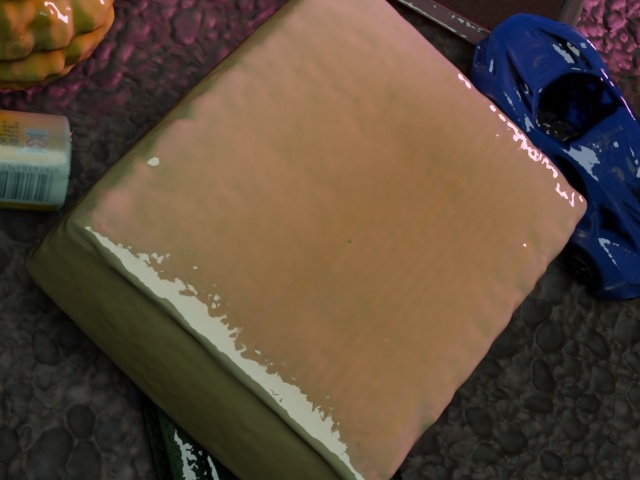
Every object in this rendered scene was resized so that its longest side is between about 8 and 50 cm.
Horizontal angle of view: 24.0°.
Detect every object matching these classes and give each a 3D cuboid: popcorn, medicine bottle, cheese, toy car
[{"bbox_3d":[-0.190,-0.175,0.898,0.180,0.170,0.180,1,116,1],"label":"popcorn"},{"bbox_3d":[-0.261,-0.053,0.895,0.218,0.074,0.073,4,77,-20],"label":"medicine bottle"},{"bbox_3d":[0.000,0.000,0.920,0.242,0.124,0.265,46,56,-6],"label":"cheese"},{"bbox_3d":[0.186,-0.061,1.040,0.103,0.063,0.216,-36,98,-21],"label":"toy car"}]

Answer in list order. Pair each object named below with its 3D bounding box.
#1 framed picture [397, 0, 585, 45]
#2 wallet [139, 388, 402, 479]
[{"bbox_3d":[0.091,-0.249,1.082,0.252,0.014,0.197,27,72,-12],"label":"framed picture"},{"bbox_3d":[-0.014,0.181,0.939,0.160,0.055,0.236,-9,81,-27],"label":"wallet"}]
